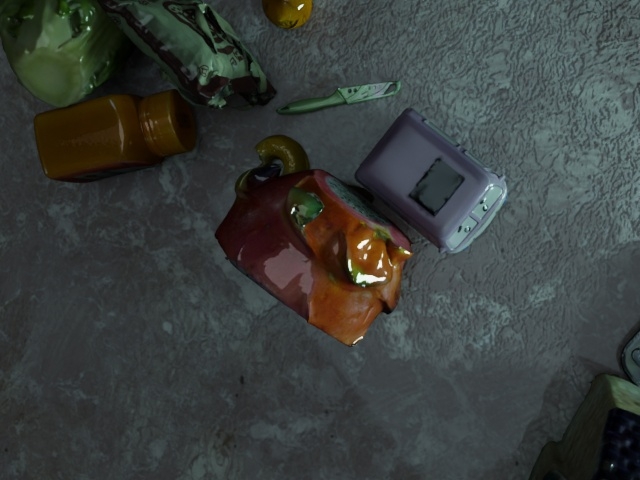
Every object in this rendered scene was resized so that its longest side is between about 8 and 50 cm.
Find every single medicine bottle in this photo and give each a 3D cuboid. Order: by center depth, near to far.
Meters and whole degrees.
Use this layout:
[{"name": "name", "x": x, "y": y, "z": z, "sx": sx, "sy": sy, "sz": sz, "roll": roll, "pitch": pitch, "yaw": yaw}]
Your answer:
[{"name": "medicine bottle", "x": -0.323, "y": -0.168, "z": 1.155, "sx": 0.222, "sy": 0.149, "sz": 0.112, "roll": -11, "pitch": 90, "yaw": 12}]

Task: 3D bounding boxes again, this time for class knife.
[{"name": "knife", "x": 0.027, "y": -0.229, "z": 1.151, "sx": 0.207, "sy": 0.014, "sz": 0.030, "roll": -9, "pitch": 90, "yaw": 11}]

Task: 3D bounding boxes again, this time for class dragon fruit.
[{"name": "dragon fruit", "x": 0.000, "y": 0.000, "z": 1.029, "sx": 0.290, "sy": 0.290, "sz": 0.189, "roll": 36, "pitch": 98, "yaw": 9}]

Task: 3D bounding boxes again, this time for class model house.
[{"name": "model house", "x": 0.404, "y": 0.370, "z": 0.945, "sx": 0.243, "sy": 0.284, "sz": 0.299, "roll": 24, "pitch": 101, "yaw": 16}]

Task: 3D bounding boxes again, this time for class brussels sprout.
[{"name": "brussels sprout", "x": -0.395, "y": -0.338, "z": 1.121, "sx": 0.219, "sy": 0.210, "sz": 0.271, "roll": -1, "pitch": 53, "yaw": 6}]

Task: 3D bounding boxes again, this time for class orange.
[{"name": "orange", "x": -0.052, "y": -0.375, "z": 1.130, "sx": 0.083, "sy": 0.083, "sz": 0.084, "roll": 0, "pitch": 91, "yaw": 12}]

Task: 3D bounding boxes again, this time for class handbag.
[{"name": "handbag", "x": -0.196, "y": -0.294, "z": 1.102, "sx": 0.235, "sy": 0.213, "sz": 0.127, "roll": 49, "pitch": 119, "yaw": 6}]

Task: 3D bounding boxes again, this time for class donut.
[{"name": "donut", "x": -0.069, "y": -0.117, "z": 1.160, "sx": 0.097, "sy": 0.043, "sz": 0.108, "roll": 10, "pitch": 98, "yaw": 12}]

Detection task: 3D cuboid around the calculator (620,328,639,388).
[{"name": "calculator", "x": 0.567, "y": 0.154, "z": 1.032, "sx": 0.268, "sy": 0.040, "sz": 0.177, "roll": -40, "pitch": 83, "yaw": 11}]

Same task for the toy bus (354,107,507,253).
[{"name": "toy bus", "x": 0.164, "y": -0.083, "z": 1.058, "sx": 0.202, "sy": 0.142, "sz": 0.142, "roll": 40, "pitch": 98, "yaw": 8}]
